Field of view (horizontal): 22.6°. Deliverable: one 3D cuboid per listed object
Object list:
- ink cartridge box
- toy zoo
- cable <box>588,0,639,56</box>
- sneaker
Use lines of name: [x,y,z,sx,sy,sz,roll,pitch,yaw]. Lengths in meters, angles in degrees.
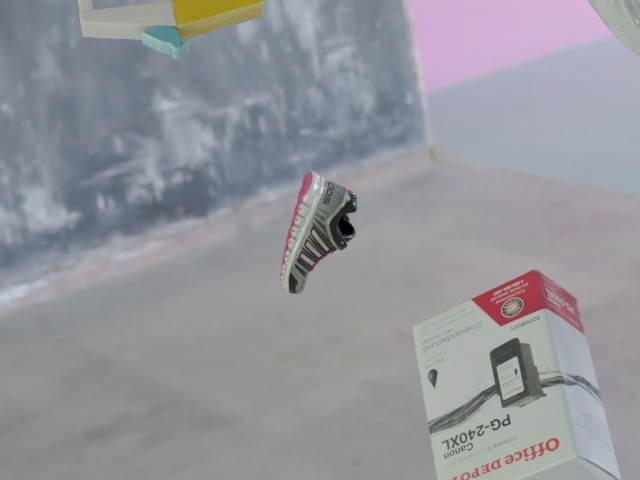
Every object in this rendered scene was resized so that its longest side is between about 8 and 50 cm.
ink cartridge box: [0.134,0.113,1.114,0.109,0.063,0.150,-27,51,25]
toy zoo: [-0.170,-0.315,1.696,0.192,0.293,0.030,-8,-27,-9]
cable: [0.369,-0.288,1.537,0.257,0.257,0.089,-28,24,-10]
sneaker: [0.000,0.000,1.832,0.074,0.170,0.063,13,36,-4]
